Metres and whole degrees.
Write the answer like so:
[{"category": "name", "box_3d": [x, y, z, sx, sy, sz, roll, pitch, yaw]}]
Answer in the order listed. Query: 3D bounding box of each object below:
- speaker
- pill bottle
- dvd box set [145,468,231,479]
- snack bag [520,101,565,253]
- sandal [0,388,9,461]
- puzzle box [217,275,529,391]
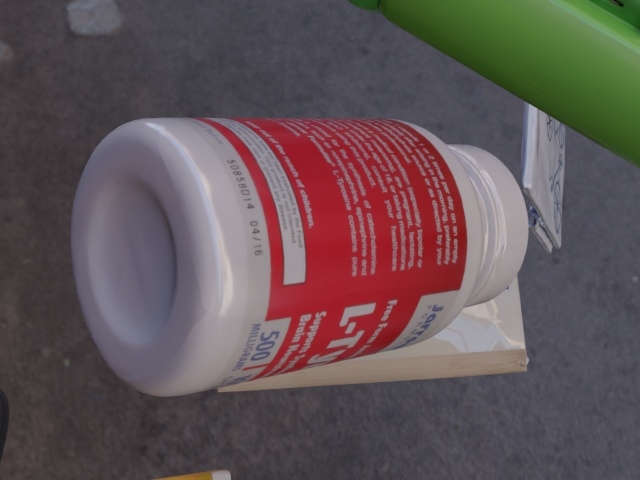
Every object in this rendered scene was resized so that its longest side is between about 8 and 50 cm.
[{"category": "speaker", "box_3d": [0.143, -0.135, 0.560, 0.296, 0.131, 0.131, 31, 53, 2]}, {"category": "pill bottle", "box_3d": [0.000, 0.000, 0.910, 0.407, 0.229, 0.229, -6, 34, -41]}, {"category": "dvd box set", "box_3d": [-0.205, 0.322, 0.622, 0.062, 0.420, 0.308, -20, 73, 38]}, {"category": "snack bag", "box_3d": [0.361, -0.172, 1.599, 0.037, 0.342, 0.323, 1, 76, 22]}, {"category": "sandal", "box_3d": [-0.597, 0.453, 1.597, 0.167, 0.107, 0.446, 12, 76, 5]}, {"category": "puzzle box", "box_3d": [0.067, 0.075, 1.336, 0.408, 0.052, 0.272, -5, 43, 10]}]
